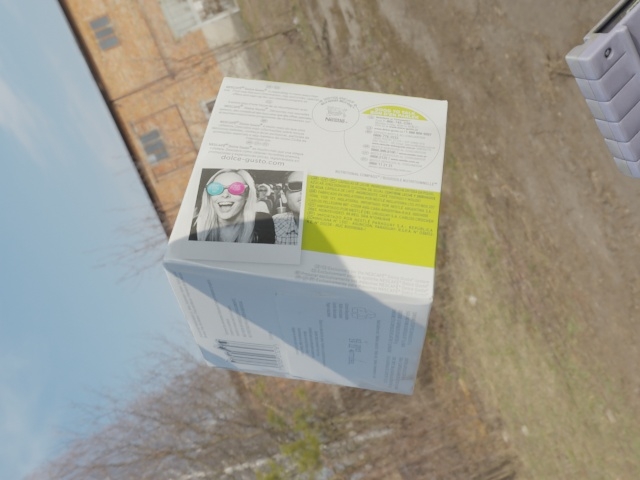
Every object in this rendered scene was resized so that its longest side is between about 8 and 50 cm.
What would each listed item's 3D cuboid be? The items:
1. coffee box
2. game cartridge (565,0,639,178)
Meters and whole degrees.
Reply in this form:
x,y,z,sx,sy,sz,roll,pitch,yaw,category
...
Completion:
x,y,z,sx,sy,sz,roll,pitch,yaw,category
0.000,0.000,1.036,0.338,0.337,0.335,88,-170,-57,coffee box
0.515,-0.281,0.952,0.230,0.355,0.068,49,172,-26,game cartridge
